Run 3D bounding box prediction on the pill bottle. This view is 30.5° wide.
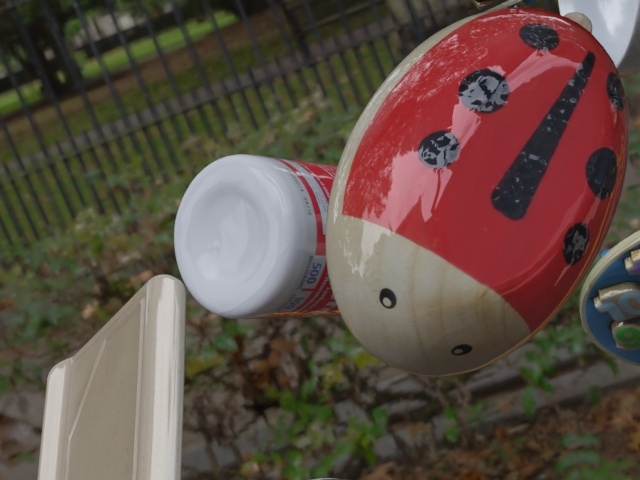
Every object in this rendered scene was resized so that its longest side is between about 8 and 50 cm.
[{"bbox_3d":[0.000,0.000,1.741,0.229,0.229,0.407,-12,-9,38],"label":"pill bottle"}]

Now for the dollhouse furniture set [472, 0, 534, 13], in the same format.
[{"bbox_3d":[0.216,-0.255,1.413,0.129,0.184,0.129,-26,54,-4],"label":"dollhouse furniture set"}]

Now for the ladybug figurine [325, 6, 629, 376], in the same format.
[{"bbox_3d":[0.186,-0.067,1.243,0.449,0.305,0.162,-63,11,-14],"label":"ladybug figurine"}]

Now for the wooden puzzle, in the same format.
[{"bbox_3d":[-0.185,0.172,1.051,0.044,0.221,0.238,18,-35,-32],"label":"wooden puzzle"}]

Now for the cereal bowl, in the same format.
[{"bbox_3d":[0.477,-0.415,1.763,0.141,0.339,0.339,-5,10,-8],"label":"cereal bowl"}]

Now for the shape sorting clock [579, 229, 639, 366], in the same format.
[{"bbox_3d":[0.268,0.035,0.738,0.206,0.206,0.040,-16,48,22],"label":"shape sorting clock"}]

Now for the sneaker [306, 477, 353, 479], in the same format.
[{"bbox_3d":[0.026,0.224,0.895,0.226,0.086,0.163,10,-13,-24],"label":"sneaker"}]
